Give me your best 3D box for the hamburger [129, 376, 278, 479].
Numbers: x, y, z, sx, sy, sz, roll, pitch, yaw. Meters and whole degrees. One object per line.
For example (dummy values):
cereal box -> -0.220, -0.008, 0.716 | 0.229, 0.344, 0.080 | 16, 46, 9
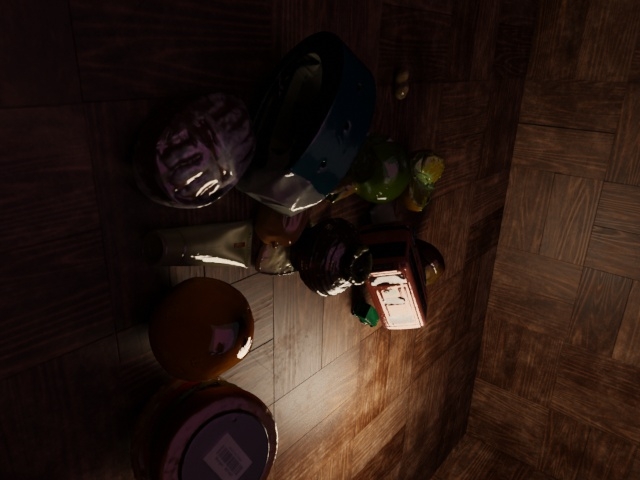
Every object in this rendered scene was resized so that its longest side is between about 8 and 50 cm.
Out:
hamburger -> -0.293, 0.496, 1.218 | 0.329, 0.250, 0.331 | -2, 94, -38

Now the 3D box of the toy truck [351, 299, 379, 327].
toy truck -> 0.181, 0.289, 1.915 | 0.065, 0.079, 0.147 | -62, 145, -14

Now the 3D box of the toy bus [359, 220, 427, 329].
toy bus -> 0.270, 0.136, 1.802 | 0.427, 0.202, 0.233 | 65, 25, -43

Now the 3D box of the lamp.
lamp -> 0.037, 0.049, 1.439 | 0.246, 0.246, 0.247 | -25, 124, -45

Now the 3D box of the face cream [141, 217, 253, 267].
face cream -> -0.277, 0.011, 1.207 | 0.341, 0.084, 0.138 | -3, 97, -59

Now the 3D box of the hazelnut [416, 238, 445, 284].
hazelnut -> 0.420, 0.084, 2.075 | 0.208, 0.208, 0.208 | -25, 124, -45

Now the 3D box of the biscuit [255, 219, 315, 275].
biscuit -> -0.096, 0.027, 1.476 | 0.265, 0.040, 0.188 | -42, 132, -34

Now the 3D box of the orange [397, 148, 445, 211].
orange -> 0.355, -0.234, 1.851 | 0.179, 0.158, 0.238 | 28, 82, -55

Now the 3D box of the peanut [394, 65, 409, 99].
peanut -> 0.284, -0.551, 1.717 | 0.053, 0.053, 0.113 | -30, 130, -43

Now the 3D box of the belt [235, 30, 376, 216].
belt -> -0.040, -0.277, 1.181 | 0.173, 0.300, 0.437 | 25, 84, -42

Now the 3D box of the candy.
candy -> -0.262, -0.197, 1.064 | 0.290, 0.157, 0.214 | -52, 131, -28

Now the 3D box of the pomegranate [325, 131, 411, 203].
pomegranate -> 0.143, -0.208, 1.562 | 0.301, 0.236, 0.236 | -34, 134, -9

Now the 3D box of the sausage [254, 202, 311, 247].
sausage -> -0.096, -0.097, 1.346 | 0.120, 0.136, 0.241 | 15, 97, -66

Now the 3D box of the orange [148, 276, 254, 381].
orange -> -0.275, 0.209, 1.152 | 0.246, 0.246, 0.246 | -25, 124, -45

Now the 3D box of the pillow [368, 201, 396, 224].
pillow -> 0.246, -0.066, 1.876 | 0.148, 0.050, 0.230 | -51, 136, -33
